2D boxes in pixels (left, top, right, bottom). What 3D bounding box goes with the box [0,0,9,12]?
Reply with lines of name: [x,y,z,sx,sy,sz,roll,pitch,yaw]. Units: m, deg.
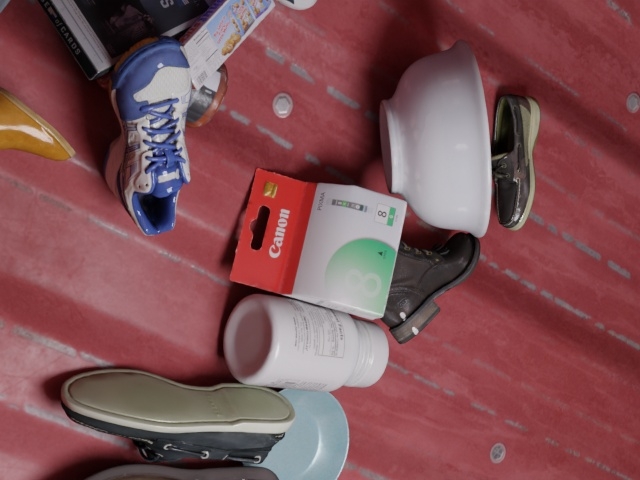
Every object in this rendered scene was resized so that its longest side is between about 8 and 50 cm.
box: [-0.442,-0.374,1.683,0.183,0.059,0.232,43,72,-31]

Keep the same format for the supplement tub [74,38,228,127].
supplement tub: [-0.227,-0.230,1.825,0.198,0.106,0.106,23,83,-35]

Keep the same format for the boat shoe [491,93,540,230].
boat shoe: [0.306,-0.130,2.234,0.073,0.080,0.223,9,86,-30]

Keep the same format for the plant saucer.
plant saucer: [-0.044,0.310,2.070,0.195,0.037,0.195,-5,100,-34]

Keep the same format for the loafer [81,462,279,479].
loafer: [-0.199,0.389,1.880,0.366,0.130,0.134,-2,127,-28]

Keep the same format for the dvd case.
dvd case: [-0.256,-0.324,1.752,0.239,0.029,0.179,-37,95,-43]

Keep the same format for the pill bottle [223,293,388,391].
pill bottle: [-0.017,0.155,2.009,0.229,0.131,0.131,11,90,-39]

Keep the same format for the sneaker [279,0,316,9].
sneaker: [-0.039,-0.428,1.900,0.094,0.153,0.235,-31,113,-26]

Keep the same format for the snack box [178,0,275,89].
snack box: [-0.129,-0.281,1.812,0.178,0.022,0.064,-52,133,-26]

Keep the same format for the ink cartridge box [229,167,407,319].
ink cartridge box: [0.000,0.000,1.977,0.225,0.056,0.181,17,73,-13]

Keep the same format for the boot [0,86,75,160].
boot: [-0.471,-0.111,1.685,0.295,0.104,0.211,34,82,-28]

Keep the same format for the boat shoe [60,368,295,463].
boat shoe: [-0.206,0.259,1.906,0.340,0.127,0.113,5,121,-32]

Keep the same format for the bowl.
bowl: [0.162,-0.145,2.040,0.134,0.298,0.298,-6,102,-2]

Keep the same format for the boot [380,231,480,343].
boot: [0.111,0.006,2.087,0.229,0.091,0.263,47,51,-7]

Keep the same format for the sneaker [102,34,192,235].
sneaker: [-0.202,-0.129,1.751,0.112,0.131,0.296,-17,148,-23]
